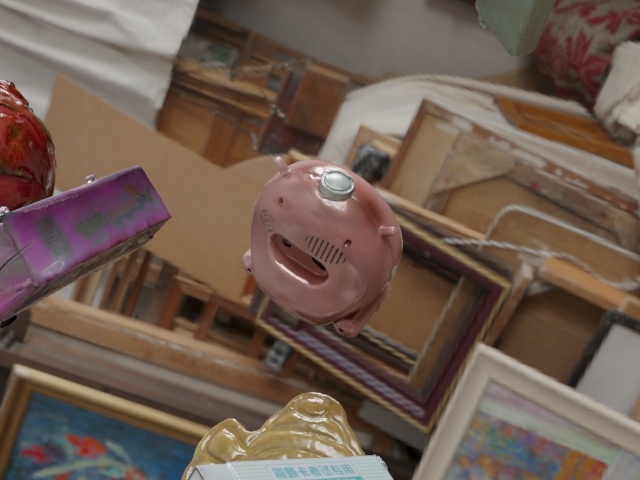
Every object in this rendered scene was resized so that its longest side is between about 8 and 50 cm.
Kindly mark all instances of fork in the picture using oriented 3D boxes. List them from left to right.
[{"bbox_3d":[-0.155,0.045,0.410,0.115,0.012,0.016,-59,5,18],"label":"fork"}]

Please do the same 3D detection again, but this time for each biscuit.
[{"bbox_3d":[-0.065,0.401,1.393,0.057,0.312,0.351,71,-161,-59],"label":"biscuit"}]

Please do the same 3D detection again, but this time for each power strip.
[{"bbox_3d":[0.283,-0.370,1.272,0.118,0.046,0.270,60,162,23],"label":"power strip"}]

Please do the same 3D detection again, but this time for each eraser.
[{"bbox_3d":[-0.014,0.254,0.864,0.095,0.225,0.052,51,121,41],"label":"eraser"}]

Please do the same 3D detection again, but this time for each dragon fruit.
[{"bbox_3d":[-0.461,-0.093,1.203,0.252,0.241,0.241,-109,39,-69],"label":"dragon fruit"}]

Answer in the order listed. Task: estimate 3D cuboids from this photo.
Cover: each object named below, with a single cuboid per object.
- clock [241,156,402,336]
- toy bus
[{"bbox_3d":[0.000,0.000,1.292,0.142,0.227,0.241,-47,-17,-35],"label":"clock"},{"bbox_3d":[-0.240,0.002,0.818,0.112,0.090,0.274,-29,6,19],"label":"toy bus"}]
